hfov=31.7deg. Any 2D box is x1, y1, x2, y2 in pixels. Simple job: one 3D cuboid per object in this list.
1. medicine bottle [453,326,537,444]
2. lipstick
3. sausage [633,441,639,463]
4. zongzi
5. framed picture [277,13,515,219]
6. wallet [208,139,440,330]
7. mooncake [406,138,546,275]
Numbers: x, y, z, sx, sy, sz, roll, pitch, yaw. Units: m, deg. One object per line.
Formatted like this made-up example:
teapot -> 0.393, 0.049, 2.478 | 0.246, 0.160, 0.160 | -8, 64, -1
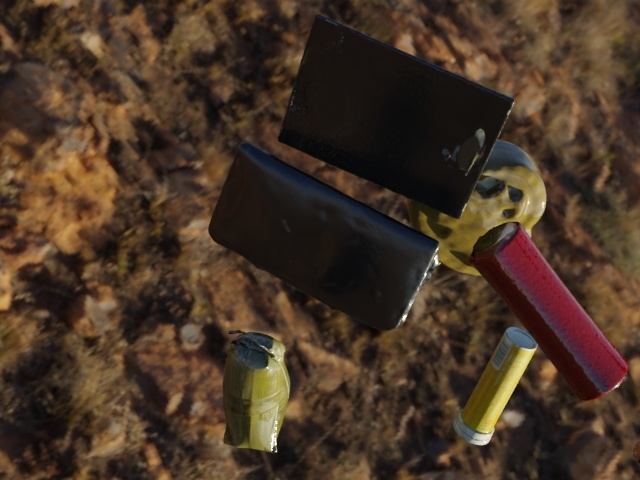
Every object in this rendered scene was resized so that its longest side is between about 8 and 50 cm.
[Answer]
medicine bottle -> 0.310, 0.257, 1.989 | 0.073, 0.218, 0.074 | 18, 28, -10
lipstick -> 0.278, 0.087, 1.371 | 0.241, 0.080, 0.080 | 50, 40, -12
sausage -> 0.603, 0.369, 1.860 | 0.047, 0.176, 0.041 | 1, 98, -54
zongzi -> -0.084, 0.170, 1.648 | 0.094, 0.205, 0.204 | 8, 37, 7
framed picture -> 0.107, -0.184, 1.738 | 0.323, 0.244, 0.013 | 24, 41, 4
wallet -> 0.000, 0.000, 1.822 | 0.377, 0.197, 0.051 | 28, 27, 9
mooncake -> 0.256, -0.055, 1.895 | 0.235, 0.234, 0.117 | 39, 28, -24
